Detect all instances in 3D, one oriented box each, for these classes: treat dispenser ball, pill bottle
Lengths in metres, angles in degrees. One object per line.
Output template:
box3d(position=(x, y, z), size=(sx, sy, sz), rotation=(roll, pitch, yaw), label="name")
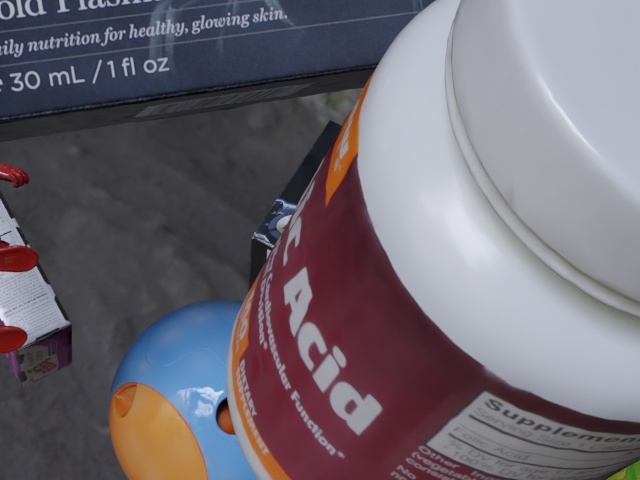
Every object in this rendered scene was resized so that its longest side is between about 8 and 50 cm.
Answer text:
box3d(position=(-0.126, 0.219, 1.627), size=(0.288, 0.288, 0.288), rotation=(31, 18, -11), label="treat dispenser ball")
box3d(position=(0.100, 0.010, 0.631), size=(0.224, 0.392, 0.224), rotation=(8, 61, -14), label="pill bottle")

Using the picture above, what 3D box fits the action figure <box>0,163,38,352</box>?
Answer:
box3d(position=(-0.260, -0.007, 0.976), size=(0.139, 0.091, 0.280), rotation=(0, 21, -39), label="action figure")

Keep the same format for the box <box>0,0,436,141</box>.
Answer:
box3d(position=(-0.142, -0.361, 1.203), size=(0.480, 0.471, 0.297), rotation=(-11, 3, -15), label="box")

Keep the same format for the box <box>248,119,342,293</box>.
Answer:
box3d(position=(0.000, 0.000, 1.221), size=(0.077, 0.147, 0.180), rotation=(28, -27, 10), label="box")

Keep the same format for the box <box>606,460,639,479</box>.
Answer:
box3d(position=(0.333, 0.098, 0.986), size=(0.177, 0.290, 0.279), rotation=(2, 80, -47), label="box")

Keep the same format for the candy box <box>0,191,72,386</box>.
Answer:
box3d(position=(-0.367, 0.036, 1.465), size=(0.233, 0.071, 0.159), rotation=(60, -20, 14), label="candy box")
